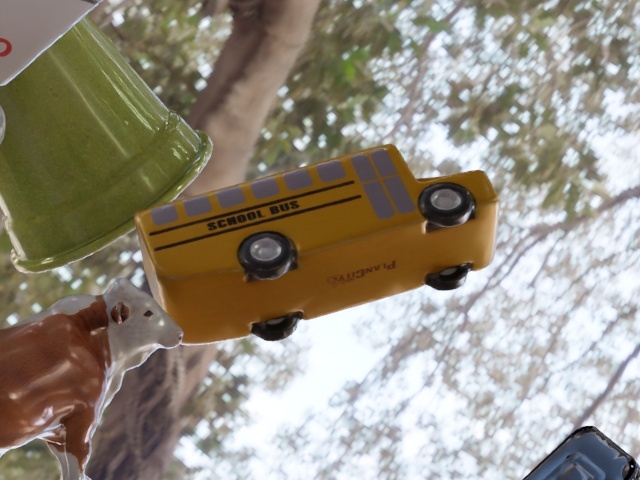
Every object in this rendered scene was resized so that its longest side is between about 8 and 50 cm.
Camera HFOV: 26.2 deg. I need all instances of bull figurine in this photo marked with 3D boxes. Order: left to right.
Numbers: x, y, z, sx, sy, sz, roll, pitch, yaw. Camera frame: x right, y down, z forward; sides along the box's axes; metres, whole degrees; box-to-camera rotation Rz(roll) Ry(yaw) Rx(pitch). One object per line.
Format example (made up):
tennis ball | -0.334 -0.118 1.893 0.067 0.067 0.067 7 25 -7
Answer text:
bull figurine | -0.255 0.143 1.183 0.101 0.310 0.188 1 -80 50

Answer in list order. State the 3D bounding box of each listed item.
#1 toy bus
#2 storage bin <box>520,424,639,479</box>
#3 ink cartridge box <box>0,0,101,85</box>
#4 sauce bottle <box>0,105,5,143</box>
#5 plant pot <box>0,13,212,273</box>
toy bus | 0.000 0.000 1.330 0.108 0.333 0.130 86 -16 -47
storage bin | 0.258 0.293 1.420 0.180 0.122 0.084 -42 -67 -3
ink cartridge box | -0.236 -0.295 1.104 0.283 0.117 0.207 -39 -47 9
sauce bottle | -0.414 -0.081 1.383 0.344 0.111 0.111 -11 -66 53
plant pot | -0.307 -0.145 1.593 0.276 0.276 0.254 -15 -63 36
